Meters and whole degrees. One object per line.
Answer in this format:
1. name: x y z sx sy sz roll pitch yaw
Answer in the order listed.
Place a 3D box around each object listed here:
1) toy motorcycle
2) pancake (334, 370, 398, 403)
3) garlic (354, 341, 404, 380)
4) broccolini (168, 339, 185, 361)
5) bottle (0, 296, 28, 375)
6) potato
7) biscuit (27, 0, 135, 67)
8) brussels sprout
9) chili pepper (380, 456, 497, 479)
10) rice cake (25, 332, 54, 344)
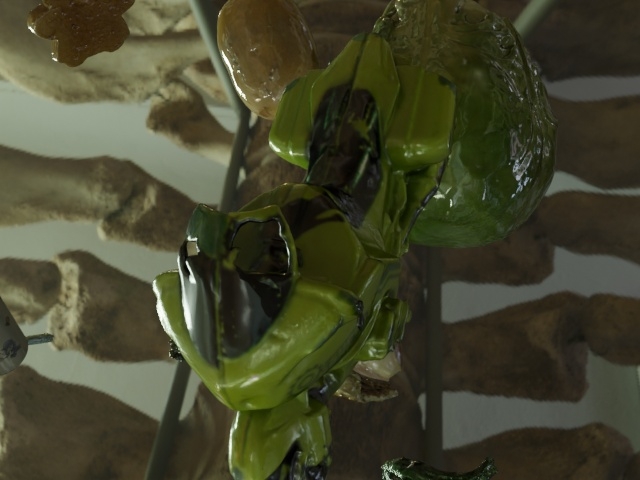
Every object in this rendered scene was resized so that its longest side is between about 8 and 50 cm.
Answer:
1. toy motorcycle: -0.002 0.000 0.529 0.142 0.206 0.342 9 -126 17
2. pancake: 0.014 0.212 1.280 0.244 0.057 0.266 14 180 -29
3. garlic: 0.092 0.177 1.597 0.128 0.115 0.207 0 -133 -29
4. broccolini: -0.167 0.144 1.548 0.074 0.392 0.079 17 -127 -43
5. bottle: -0.613 0.140 1.401 0.110 0.233 0.110 -3 -131 3
6. potato: -0.066 -0.239 1.007 0.118 0.109 0.178 -16 -99 -17
7. biscuit: -0.342 -0.352 1.112 0.166 0.225 0.036 -29 -120 -20
8. brussels sprout: 0.160 -0.161 1.038 0.281 0.289 0.355 -10 -106 35
9. chili pepper: 0.192 0.442 1.493 0.122 0.279 0.065 -5 -93 -46
10. rice cake: -0.583 0.199 1.572 0.022 0.022 0.121 14 -176 24
